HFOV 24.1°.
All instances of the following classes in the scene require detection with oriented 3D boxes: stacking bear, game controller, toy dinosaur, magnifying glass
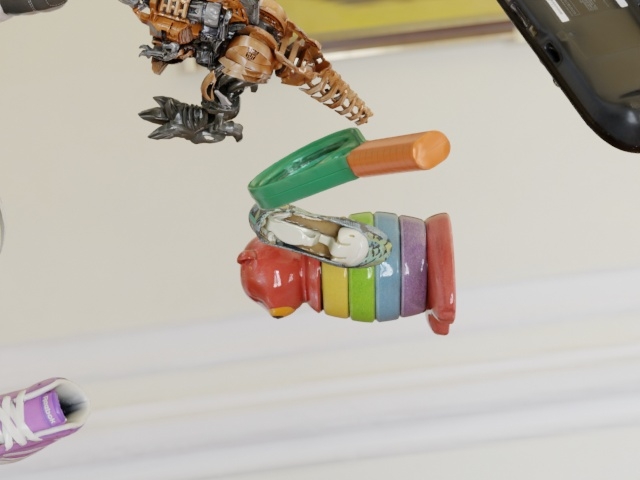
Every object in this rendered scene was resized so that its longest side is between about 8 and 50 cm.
[{"bbox_3d":[0.032,0.043,2.040,0.289,0.164,0.175,-1,-12,1],"label":"stacking bear"},{"bbox_3d":[0.237,-0.213,1.324,0.166,0.319,0.067,-21,-26,-22],"label":"game controller"},{"bbox_3d":[-0.100,-0.203,1.632,0.164,0.322,0.218,-48,4,-33],"label":"toy dinosaur"},{"bbox_3d":[0.020,-0.054,1.040,0.092,0.026,0.231,-34,11,-23],"label":"magnifying glass"}]

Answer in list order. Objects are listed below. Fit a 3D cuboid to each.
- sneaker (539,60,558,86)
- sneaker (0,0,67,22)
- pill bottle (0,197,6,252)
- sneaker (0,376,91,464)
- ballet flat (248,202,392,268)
[{"bbox_3d":[0.291,-0.226,1.716,0.106,0.101,0.267,-36,-7,-4],"label":"sneaker"},{"bbox_3d":[-0.249,-0.317,1.484,0.108,0.100,0.271,5,54,20],"label":"sneaker"},{"bbox_3d":[-0.461,0.033,1.593,0.188,0.188,0.334,-6,22,6],"label":"pill bottle"},{"bbox_3d":[-0.382,0.210,1.704,0.161,0.102,0.282,-24,-5,34],"label":"sneaker"},{"bbox_3d":[0.000,0.000,1.868,0.188,0.070,0.070,13,5,-8],"label":"ballet flat"}]
